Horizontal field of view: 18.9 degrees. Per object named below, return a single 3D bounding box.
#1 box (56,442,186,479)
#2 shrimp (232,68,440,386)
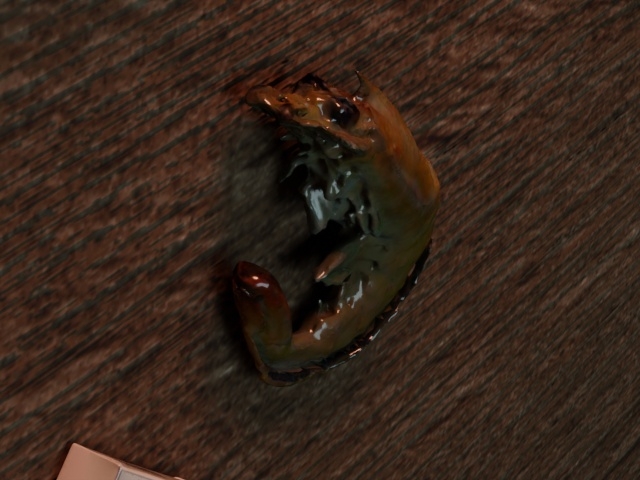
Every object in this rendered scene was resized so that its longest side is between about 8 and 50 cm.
[{"bbox_3d":[-0.100,0.167,1.054,0.154,0.040,0.084,34,76,-62],"label":"box"},{"bbox_3d":[-0.001,-0.001,1.107,0.173,0.058,0.253,-57,152,-3],"label":"shrimp"}]
